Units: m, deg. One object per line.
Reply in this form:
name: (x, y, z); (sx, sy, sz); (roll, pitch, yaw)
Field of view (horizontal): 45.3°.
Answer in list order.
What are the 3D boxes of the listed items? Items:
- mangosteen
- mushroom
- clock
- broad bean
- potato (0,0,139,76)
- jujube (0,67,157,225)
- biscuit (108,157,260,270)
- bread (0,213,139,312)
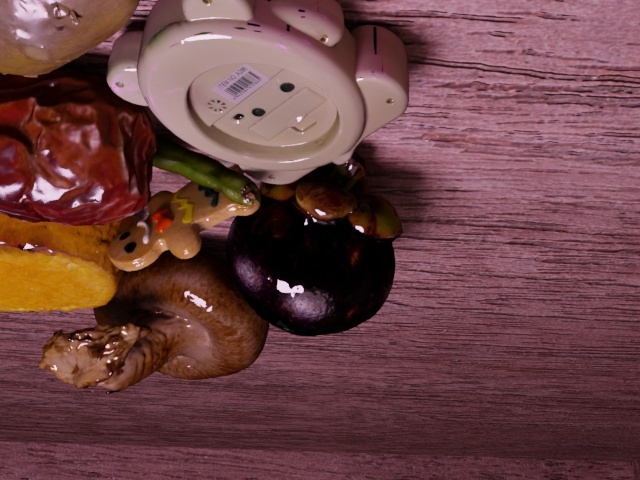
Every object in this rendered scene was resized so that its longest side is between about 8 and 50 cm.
mangosteen: (0.001, 0.003, 1.189); (0.287, 0.288, 0.233); (-13, 159, 23)
mushroom: (-0.259, 0.166, 1.391); (0.331, 0.356, 0.334); (-20, 127, 12)
clock: (-0.076, -0.199, 0.940); (0.309, 0.114, 0.284); (25, 145, -35)
broad bean: (-0.172, -0.101, 1.088); (0.254, 0.046, 0.065); (25, -166, 29)
potato: (-0.314, -0.258, 0.793); (0.296, 0.141, 0.191); (-17, 145, 34)
jujube: (-0.387, -0.123, 0.983); (0.342, 0.216, 0.216); (3, 152, -5)
biscuit: (-0.203, -0.038, 1.115); (0.240, 0.158, 0.035); (-34, 132, -9)
bread: (-0.470, -0.012, 1.192); (0.358, 0.204, 0.337); (5, 147, -5)
